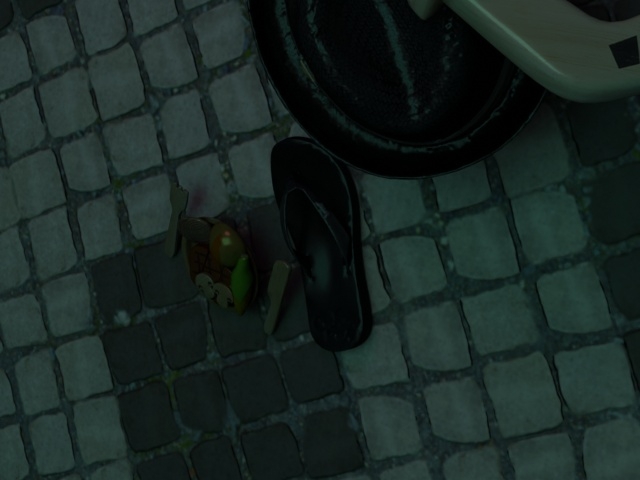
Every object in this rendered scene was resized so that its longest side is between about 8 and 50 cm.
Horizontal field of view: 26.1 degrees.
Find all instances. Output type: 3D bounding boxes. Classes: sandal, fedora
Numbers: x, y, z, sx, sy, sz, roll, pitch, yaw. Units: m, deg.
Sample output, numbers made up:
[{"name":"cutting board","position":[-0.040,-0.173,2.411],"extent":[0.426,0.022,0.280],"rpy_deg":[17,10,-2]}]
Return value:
[{"name":"sandal","position":[0.001,0.000,1.570],"extent":[0.097,0.054,0.254],"rpy_deg":[-19,84,30]},{"name":"fedora","position":[0.068,-0.215,1.283],"extent":[0.334,0.152,0.334],"rpy_deg":[2,101,11]}]

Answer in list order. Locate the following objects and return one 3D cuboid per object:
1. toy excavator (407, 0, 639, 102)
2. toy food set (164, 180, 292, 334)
[{"name":"toy excavator","position":[0.338,-0.151,1.141],"extent":[0.445,0.222,0.432],"rpy_deg":[-20,79,-11]},{"name":"toy food set","position":[-0.125,0.028,1.630],"extent":[0.192,0.038,0.132],"rpy_deg":[35,133,25]}]
